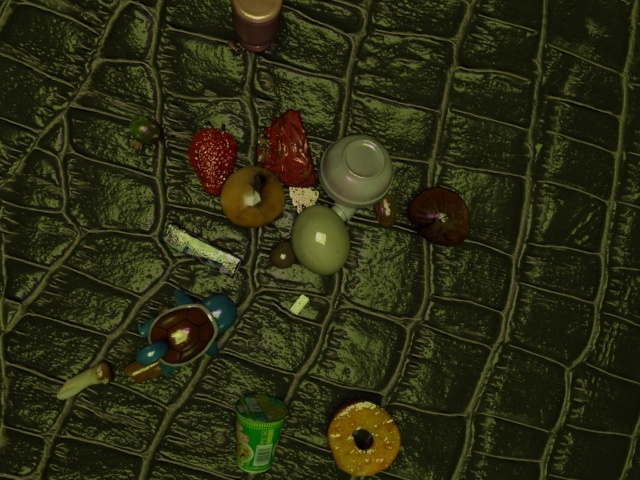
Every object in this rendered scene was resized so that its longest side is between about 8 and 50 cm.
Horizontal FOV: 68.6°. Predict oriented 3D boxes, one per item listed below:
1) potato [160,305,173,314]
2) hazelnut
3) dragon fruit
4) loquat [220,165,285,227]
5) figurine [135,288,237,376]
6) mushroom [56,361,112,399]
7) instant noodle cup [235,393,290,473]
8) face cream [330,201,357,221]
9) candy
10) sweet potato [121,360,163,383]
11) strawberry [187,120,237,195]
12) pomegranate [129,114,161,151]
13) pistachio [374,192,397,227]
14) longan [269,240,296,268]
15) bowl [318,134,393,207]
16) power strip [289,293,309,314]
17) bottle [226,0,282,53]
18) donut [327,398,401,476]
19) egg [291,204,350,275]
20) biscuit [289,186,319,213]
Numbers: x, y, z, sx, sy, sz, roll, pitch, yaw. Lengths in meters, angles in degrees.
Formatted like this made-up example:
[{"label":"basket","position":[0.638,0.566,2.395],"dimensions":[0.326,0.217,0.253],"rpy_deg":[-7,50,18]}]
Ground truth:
[{"label":"potato","position":[-0.578,0.288,1.789],"dimensions":[0.051,0.040,0.083],"rpy_deg":[-18,92,4]},{"label":"hazelnut","position":[0.464,-0.089,1.798],"dimensions":[0.251,0.217,0.217],"rpy_deg":[44,88,-5]},{"label":"dragon fruit","position":[-0.142,-0.338,1.746],"dimensions":[0.205,0.152,0.316],"rpy_deg":[-16,90,-2]},{"label":"loquat","position":[-0.247,-0.158,1.712],"dimensions":[0.235,0.235,0.234],"rpy_deg":[0,92,-6]},{"label":"figurine","position":[-0.505,0.329,1.695],"dimensions":[0.416,0.243,0.297],"rpy_deg":[-30,85,-46]},{"label":"mushroom","position":[-0.883,0.530,1.757],"dimensions":[0.209,0.071,0.084],"rpy_deg":[-25,126,-1]},{"label":"instant noodle cup","position":[-0.233,0.735,1.773],"dimensions":[0.207,0.207,0.232],"rpy_deg":[7,98,-6]},{"label":"face cream","position":[0.092,-0.122,1.817],"dimensions":[0.095,0.091,0.091],"rpy_deg":[-42,96,-12]},{"label":"candy","position":[-0.449,0.037,1.782],"dimensions":[0.313,0.061,0.088],"rpy_deg":[28,92,-6]},{"label":"sweet potato","position":[-0.615,0.469,1.768],"dimensions":[0.252,0.097,0.097],"rpy_deg":[-17,94,-13]},{"label":"strawberry","position":[-0.403,-0.312,1.751],"dimensions":[0.189,0.106,0.285],"rpy_deg":[-5,93,-4]},{"label":"pomegranate","position":[-0.653,-0.391,1.728],"dimensions":[0.115,0.114,0.142],"rpy_deg":[35,113,-6]},{"label":"pistachio","position":[0.258,-0.137,1.853],"dimensions":[0.090,0.049,0.172],"rpy_deg":[-17,94,-6]},{"label":"longan","position":[-0.145,0.053,1.798],"dimensions":[0.114,0.092,0.113],"rpy_deg":[0,88,7]},{"label":"bowl","position":[0.143,-0.274,1.749],"dimensions":[0.287,0.143,0.286],"rpy_deg":[3,74,-9]},{"label":"power strip","position":[-0.083,0.251,1.849],"dimensions":[0.040,0.016,0.090],"rpy_deg":[39,89,-7]},{"label":"bottle","position":[-0.242,-0.776,1.655],"dimensions":[0.206,0.297,0.173],"rpy_deg":[-41,96,-8]},{"label":"donut","position":[0.164,0.762,1.850],"dimensions":[0.303,0.110,0.302],"rpy_deg":[0,95,-5]},{"label":"egg","position":[0.000,0.000,1.748],"dimensions":[0.219,0.219,0.269],"rpy_deg":[-21,91,-5]},{"label":"biscuit","position":[-0.071,-0.172,1.833],"dimensions":[0.130,0.019,0.119],"rpy_deg":[44,88,-6]}]
